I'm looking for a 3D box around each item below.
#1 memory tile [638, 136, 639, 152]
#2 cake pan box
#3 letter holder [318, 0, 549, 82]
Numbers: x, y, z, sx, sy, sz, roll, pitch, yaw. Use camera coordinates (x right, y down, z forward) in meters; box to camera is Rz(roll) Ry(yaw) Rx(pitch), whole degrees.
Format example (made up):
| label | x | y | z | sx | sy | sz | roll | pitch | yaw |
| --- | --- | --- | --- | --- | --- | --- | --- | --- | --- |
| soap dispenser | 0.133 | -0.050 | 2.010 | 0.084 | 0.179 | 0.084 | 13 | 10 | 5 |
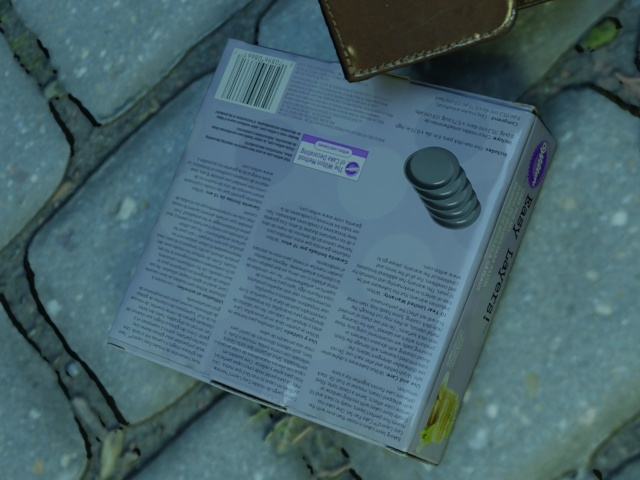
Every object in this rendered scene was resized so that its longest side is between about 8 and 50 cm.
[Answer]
| label | x | y | z | sx | sy | sz | roll | pitch | yaw |
| --- | --- | --- | --- | --- | --- | --- | --- | --- | --- |
| memory tile | 0.266 | -0.019 | 0.879 | 0.113 | 0.012 | 0.148 | -13 | 70 | 21 |
| cake pan box | 0.000 | 0.000 | 0.969 | 0.267 | 0.070 | 0.245 | 16 | 80 | 28 |
| letter holder | 0.079 | -0.288 | 0.884 | 0.215 | 0.152 | 0.301 | -15 | 108 | 19 |
